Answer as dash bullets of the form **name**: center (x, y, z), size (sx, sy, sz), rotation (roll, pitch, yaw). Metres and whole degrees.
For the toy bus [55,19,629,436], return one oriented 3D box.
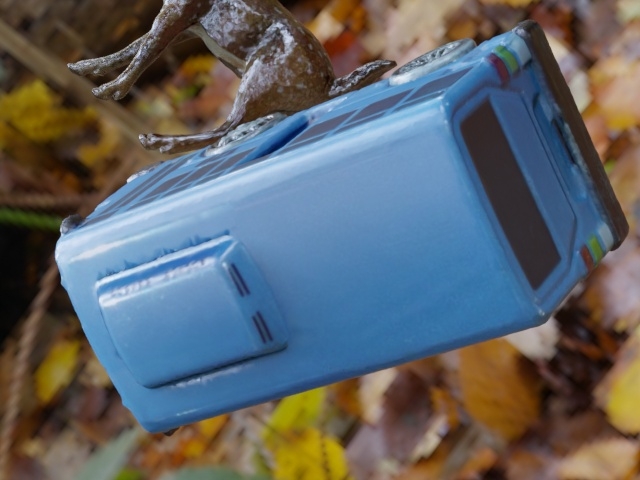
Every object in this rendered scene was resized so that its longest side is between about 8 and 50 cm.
- **toy bus**: center (0.000, 0.000, 0.699), size (0.184, 0.090, 0.106), rotation (-19, 14, 33)

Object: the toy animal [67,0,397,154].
- **toy animal**: center (-0.063, -0.184, 1.472), size (0.260, 0.243, 0.087), rotation (-43, 1, -3)
